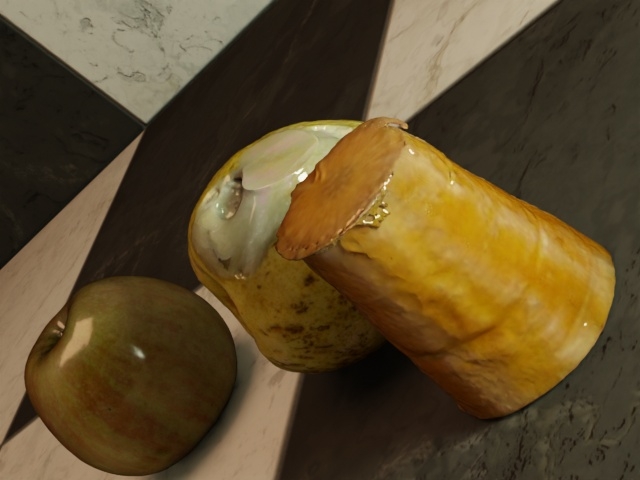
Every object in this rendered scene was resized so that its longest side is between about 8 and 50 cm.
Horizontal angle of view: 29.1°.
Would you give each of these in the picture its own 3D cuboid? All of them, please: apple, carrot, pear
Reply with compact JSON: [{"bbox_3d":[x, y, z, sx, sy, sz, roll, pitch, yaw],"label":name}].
[{"bbox_3d":[-0.242,0.165,1.567,0.257,0.234,0.257,-48,20,23],"label":"apple"},{"bbox_3d":[0.099,0.013,1.049,0.196,0.254,0.196,-40,27,26],"label":"carrot"},{"bbox_3d":[0.000,0.000,1.285,0.271,0.271,0.271,-44,22,23],"label":"pear"}]
